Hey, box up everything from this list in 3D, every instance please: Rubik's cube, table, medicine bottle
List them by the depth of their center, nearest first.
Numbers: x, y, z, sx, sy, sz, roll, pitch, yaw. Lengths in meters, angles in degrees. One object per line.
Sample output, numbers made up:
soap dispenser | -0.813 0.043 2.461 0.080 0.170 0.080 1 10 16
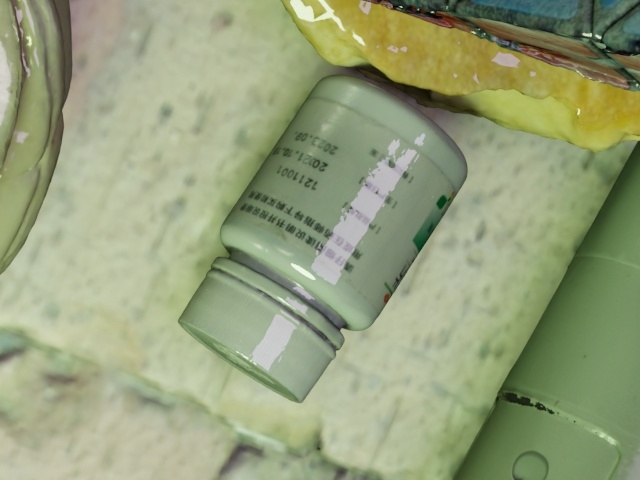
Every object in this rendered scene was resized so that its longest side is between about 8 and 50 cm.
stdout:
Rubik's cube | 0.113 -0.151 0.620 0.191 0.211 0.178 15 91 13
medicine bottle | 0.000 0.000 0.705 0.080 0.080 0.130 37 79 -26
table | 0.160 0.068 0.772 0.126 0.126 0.220 35 80 -27

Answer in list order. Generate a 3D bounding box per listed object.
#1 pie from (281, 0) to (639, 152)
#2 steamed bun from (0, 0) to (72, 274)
pie | 0.116 -0.186 0.675 0.340 0.083 0.339 -2 118 -4
steamed bun | -0.185 -0.061 0.563 0.218 0.144 0.211 26 84 -29
